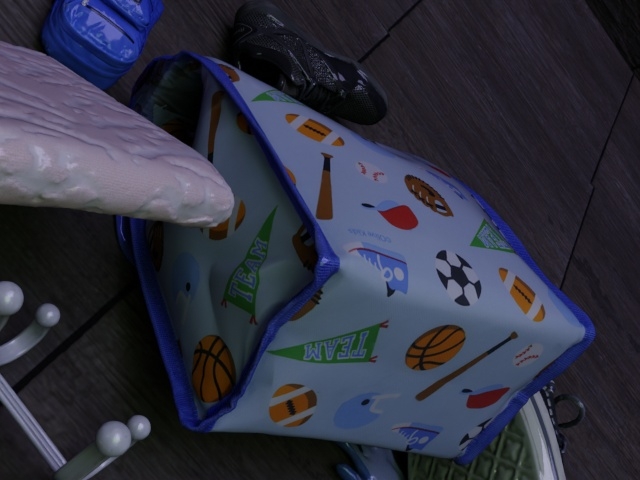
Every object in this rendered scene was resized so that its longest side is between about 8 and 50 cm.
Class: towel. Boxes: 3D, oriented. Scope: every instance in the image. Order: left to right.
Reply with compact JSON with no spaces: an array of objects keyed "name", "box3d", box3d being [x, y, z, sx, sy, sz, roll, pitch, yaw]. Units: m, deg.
[{"name":"towel","box3d":[-0.269,-0.101,0.575,0.332,0.053,0.317,7,20,-47]}]

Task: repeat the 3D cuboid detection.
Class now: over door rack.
[{"name":"over door rack","box3d":[-0.234,0.066,0.484,0.239,0.108,0.324,49,9,6]}]

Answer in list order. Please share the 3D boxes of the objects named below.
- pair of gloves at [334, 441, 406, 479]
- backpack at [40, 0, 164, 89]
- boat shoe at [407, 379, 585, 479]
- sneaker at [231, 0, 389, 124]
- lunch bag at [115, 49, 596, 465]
[{"name":"pair of gloves","box3d":[0.083,0.226,0.928,0.159,0.023,0.198,56,34,-3]},{"name":"backpack","box3d":[-0.212,-0.218,0.822,0.098,0.101,0.120,33,48,-21]},{"name":"boat shoe","box3d":[0.182,0.175,0.914,0.156,0.187,0.500,21,43,-34]},{"name":"sneaker","box3d":[-0.016,-0.184,1.035,0.228,0.087,0.130,32,47,-28]},{"name":"lunch bag","box3d":[0.000,0.000,0.801,0.328,0.239,0.385,18,31,-39]}]
